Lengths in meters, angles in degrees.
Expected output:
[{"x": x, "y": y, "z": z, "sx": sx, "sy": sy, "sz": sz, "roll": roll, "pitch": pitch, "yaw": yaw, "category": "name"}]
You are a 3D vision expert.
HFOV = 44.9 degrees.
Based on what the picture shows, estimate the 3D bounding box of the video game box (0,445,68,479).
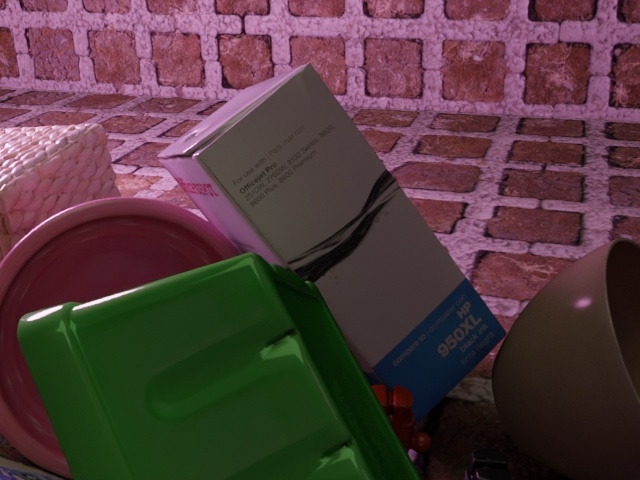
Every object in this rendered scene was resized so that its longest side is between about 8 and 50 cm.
[{"x": -0.324, "y": 0.256, "z": 0.789, "sx": 0.205, "sy": 0.187, "sz": 0.048, "roll": 15, "pitch": 74, "yaw": 33, "category": "video game box"}]

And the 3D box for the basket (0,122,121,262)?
[{"x": -0.446, "y": 0.026, "z": 1.071, "sx": 0.267, "sy": 0.328, "sz": 0.331, "roll": -4, "pitch": 22, "yaw": 10, "category": "basket"}]

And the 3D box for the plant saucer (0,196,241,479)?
[{"x": -0.233, "y": 0.114, "z": 0.920, "sx": 0.332, "sy": 0.331, "sz": 0.084, "roll": -13, "pitch": 7, "yaw": -25, "category": "plant saucer"}]

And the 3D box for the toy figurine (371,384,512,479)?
[{"x": 0.066, "y": 0.269, "z": 0.764, "sx": 0.210, "sy": 0.148, "sz": 0.213, "roll": 27, "pitch": 34, "yaw": 37, "category": "toy figurine"}]

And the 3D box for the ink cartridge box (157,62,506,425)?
[{"x": 0.000, "y": 0.000, "z": 0.952, "sx": 0.166, "sy": 0.395, "sz": 0.285, "roll": -41, "pitch": 16, "yaw": -12, "category": "ink cartridge box"}]

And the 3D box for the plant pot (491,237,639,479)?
[{"x": 0.312, "y": 0.162, "z": 0.884, "sx": 0.191, "sy": 0.284, "sz": 0.284, "roll": -27, "pitch": 6, "yaw": 37, "category": "plant pot"}]

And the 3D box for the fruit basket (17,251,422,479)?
[{"x": -0.106, "y": 0.234, "z": 0.597, "sx": 0.392, "sy": 0.391, "sz": 0.283, "roll": 6, "pitch": -9, "yaw": 17, "category": "fruit basket"}]
